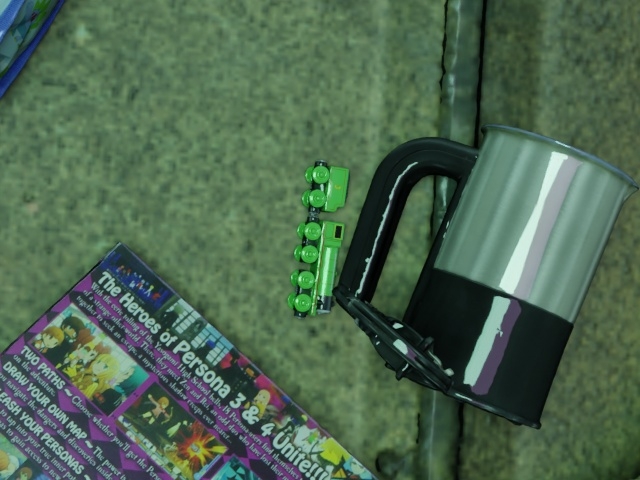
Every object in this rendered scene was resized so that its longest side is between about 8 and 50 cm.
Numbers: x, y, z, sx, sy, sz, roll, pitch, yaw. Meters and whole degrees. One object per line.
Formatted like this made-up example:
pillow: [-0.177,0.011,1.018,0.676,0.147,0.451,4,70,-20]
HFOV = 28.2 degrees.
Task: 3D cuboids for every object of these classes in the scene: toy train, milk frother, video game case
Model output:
toy train: [0.000,0.000,0.662,0.024,0.017,0.083,8,89,-19]
milk frother: [0.077,0.010,0.611,0.129,0.143,0.134,22,87,-4]
video game case: [-0.083,0.149,0.588,0.232,0.042,0.210,42,66,4]

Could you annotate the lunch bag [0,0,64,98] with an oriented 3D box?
lunch bag: [-0.170,-0.165,0.601,0.129,0.096,0.151,31,72,-5]

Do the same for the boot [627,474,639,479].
boot: [0.163,0.122,0.644,0.204,0.095,0.261,-14,71,10]
